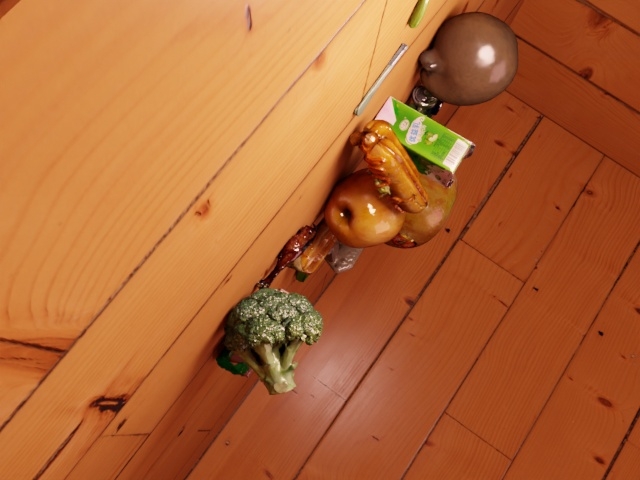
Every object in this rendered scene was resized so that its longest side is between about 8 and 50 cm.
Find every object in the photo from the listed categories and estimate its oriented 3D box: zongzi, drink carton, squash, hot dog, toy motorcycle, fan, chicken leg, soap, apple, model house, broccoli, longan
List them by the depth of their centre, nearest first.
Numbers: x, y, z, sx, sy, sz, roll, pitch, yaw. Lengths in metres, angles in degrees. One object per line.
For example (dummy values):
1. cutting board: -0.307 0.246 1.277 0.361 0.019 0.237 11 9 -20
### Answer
1. squash: 0.206 -0.476 1.301 0.027 0.027 0.089 -49 169 -40
2. fan: 0.135 -0.360 1.413 0.193 0.016 0.038 -55 171 3
3. broccoli: -0.116 0.253 1.607 0.269 0.270 0.270 -9 170 -2
4. hot dog: 0.179 -0.179 1.630 0.117 0.158 0.349 -25 153 15
5. chicken leg: -0.084 0.039 1.724 0.253 0.051 0.106 -47 176 -31
6. drink carton: 0.274 -0.266 1.735 0.108 0.271 0.161 -56 172 -7
7. longan: 0.410 -0.496 1.746 0.300 0.243 0.300 -17 160 -6
8. zongzi: -0.061 0.048 1.796 0.076 0.083 0.040 -55 135 -19
9. soap: -0.181 0.268 1.836 0.273 0.098 0.218 -51 -173 -23
10. apple: 0.125 -0.093 1.848 0.241 0.242 0.242 -18 145 -58
11. hot dog: 0.000 0.000 2.023 0.250 0.076 0.104 -56 155 -23
12. toy motorcycle: 0.300 -0.371 2.034 0.275 0.127 0.205 -56 177 -14
13. model house: 0.085 -0.023 2.179 0.229 0.122 0.188 -52 150 -29
14. apple: 0.313 -0.170 2.354 0.400 0.333 0.400 -55 -168 18

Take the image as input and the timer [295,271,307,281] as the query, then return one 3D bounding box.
1. timer: -0.036 0.083 2.253 0.128 0.047 0.140 -51 172 -35
